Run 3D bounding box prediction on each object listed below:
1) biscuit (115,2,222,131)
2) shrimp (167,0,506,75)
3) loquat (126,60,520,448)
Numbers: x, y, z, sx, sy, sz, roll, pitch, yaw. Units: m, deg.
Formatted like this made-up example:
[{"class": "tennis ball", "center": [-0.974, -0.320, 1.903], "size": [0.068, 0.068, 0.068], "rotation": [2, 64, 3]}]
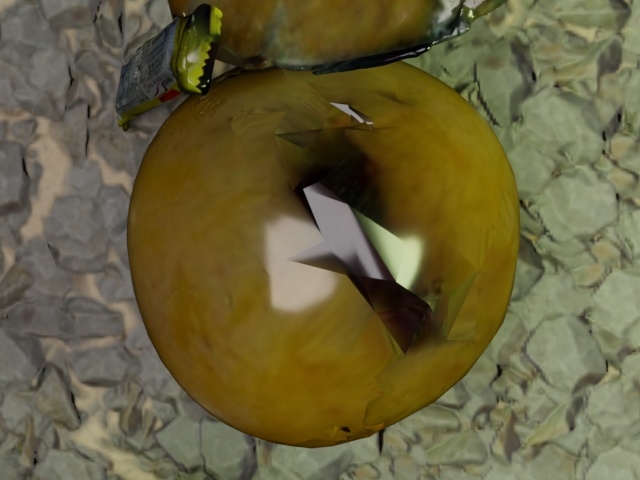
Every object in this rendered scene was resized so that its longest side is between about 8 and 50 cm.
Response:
[{"class": "biscuit", "center": [-0.097, -0.096, 0.857], "size": [0.026, 0.292, 0.048], "rotation": [14, 88, -14]}, {"class": "shrimp", "center": [0.103, -0.237, 0.810], "size": [0.445, 0.272, 0.085], "rotation": [-30, 133, 9]}, {"class": "loquat", "center": [0.000, 0.000, 0.860], "size": [0.235, 0.235, 0.235], "rotation": [2, 99, 16]}]
